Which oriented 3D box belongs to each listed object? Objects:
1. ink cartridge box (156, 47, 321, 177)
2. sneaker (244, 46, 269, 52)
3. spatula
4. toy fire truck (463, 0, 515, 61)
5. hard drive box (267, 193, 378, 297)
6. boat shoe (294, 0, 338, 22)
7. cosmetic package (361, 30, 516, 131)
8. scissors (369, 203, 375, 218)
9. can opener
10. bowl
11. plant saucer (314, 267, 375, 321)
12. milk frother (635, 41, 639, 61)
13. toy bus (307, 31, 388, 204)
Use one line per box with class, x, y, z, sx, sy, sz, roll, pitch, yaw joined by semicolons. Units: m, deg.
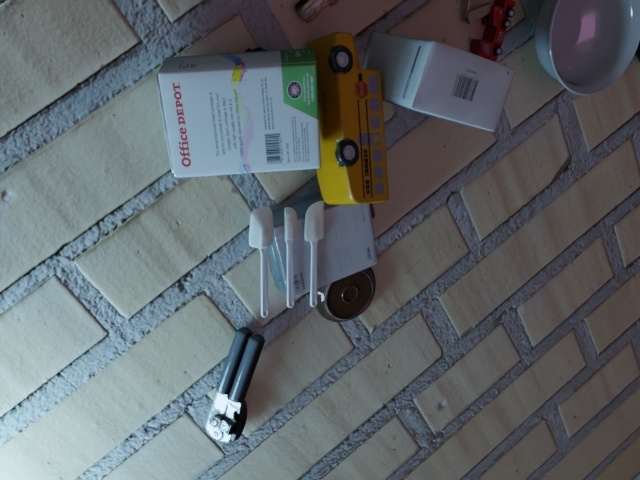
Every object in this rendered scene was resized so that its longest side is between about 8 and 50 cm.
ink cartridge box;-0.143;-0.236;1.226;0.277;0.117;0.202;-4;120;-2
sneaker;-0.073;-0.297;1.326;0.216;0.079;0.121;36;91;-32
spatula;-0.069;0.041;1.393;0.168;0.019;0.242;-11;114;-29
toy fire truck;0.368;-0.512;1.499;0.135;0.047;0.192;8;106;-30
hard drive box;0.000;0.000;1.474;0.232;0.089;0.181;-20;117;-20
boat shoe;0.012;-0.486;1.321;0.135;0.050;0.045;-37;126;1
cosmetic package;0.235;-0.333;1.390;0.223;0.224;0.138;8;107;-30
scissors;0.068;-0.175;1.488;0.108;0.021;0.297;-17;117;-24
can opener;-0.193;0.332;1.522;0.093;0.074;0.281;-10;121;-62
bowl;0.610;-0.504;1.579;0.297;0.134;0.298;-10;113;-24
plant saucer;0.066;0.124;1.594;0.168;0.029;0.169;-10;112;-24
milk frother;0.849;-0.500;1.707;0.129;0.135;0.143;39;85;-2
toy bus;0.055;-0.240;1.344;0.130;0.108;0.333;-8;97;-33
